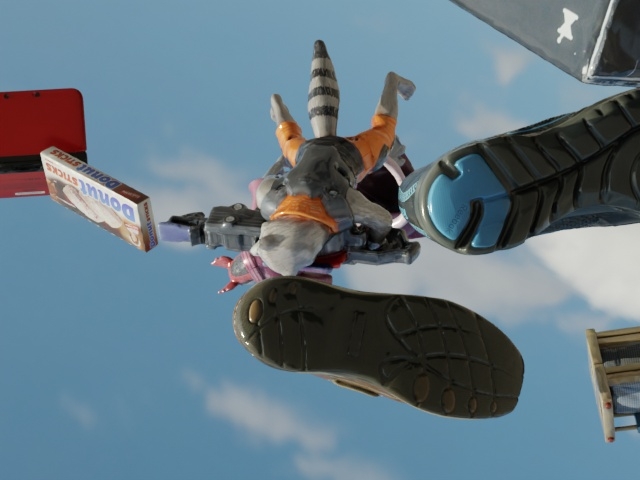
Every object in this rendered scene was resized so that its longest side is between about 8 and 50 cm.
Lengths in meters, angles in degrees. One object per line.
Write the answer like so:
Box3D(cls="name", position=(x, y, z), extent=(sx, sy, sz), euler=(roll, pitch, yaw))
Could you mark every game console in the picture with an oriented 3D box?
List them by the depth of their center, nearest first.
Box3D(cls="game console", position=(-0.350, -0.113, 1.789), extent=(0.144, 0.124, 0.085), euler=(-4, -112, -8))

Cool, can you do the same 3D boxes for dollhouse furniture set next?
Box3D(cls="dollhouse furniture set", position=(0.382, 0.203, 1.716), extent=(0.129, 0.183, 0.129), euler=(-8, -145, 6))

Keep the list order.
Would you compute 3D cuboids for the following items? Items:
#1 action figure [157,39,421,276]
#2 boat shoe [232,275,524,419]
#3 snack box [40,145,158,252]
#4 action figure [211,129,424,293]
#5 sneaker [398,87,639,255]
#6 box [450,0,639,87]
Box3D(cls="action figure", position=(-0.043, -0.083, 1.892), extent=(0.341, 0.178, 0.330), euler=(0, -135, 10))
Box3D(cls="boat shoe", position=(0.059, 0.109, 1.620), extent=(0.324, 0.122, 0.120), euler=(18, 172, -13))
Box3D(cls="snack box", position=(-0.246, -0.047, 1.668), extent=(0.022, 0.064, 0.178), euler=(-32, -139, -33))
Box3D(cls="action figure", position=(0.000, 0.000, 2.260), extent=(0.248, 0.370, 0.275), euler=(58, -168, -13))
Box3D(cls="sneaker", position=(0.232, -0.069, 1.351), extent=(0.341, 0.125, 0.140), euler=(-9, -175, -14))
Box3D(cls="box", position=(0.322, -0.344, 1.376), extent=(0.472, 0.297, 0.480), euler=(-2, -152, -30))
